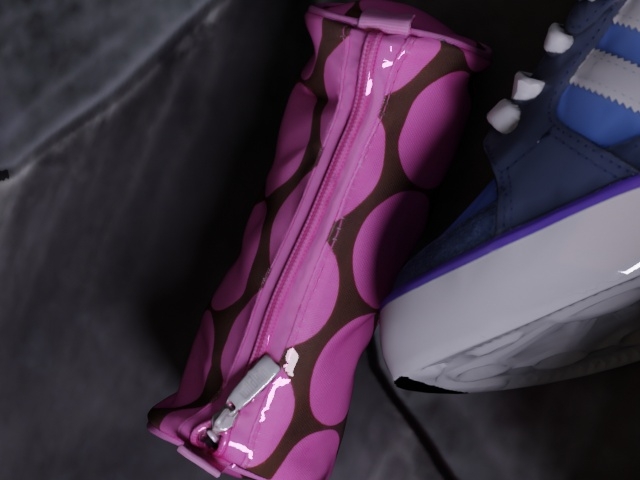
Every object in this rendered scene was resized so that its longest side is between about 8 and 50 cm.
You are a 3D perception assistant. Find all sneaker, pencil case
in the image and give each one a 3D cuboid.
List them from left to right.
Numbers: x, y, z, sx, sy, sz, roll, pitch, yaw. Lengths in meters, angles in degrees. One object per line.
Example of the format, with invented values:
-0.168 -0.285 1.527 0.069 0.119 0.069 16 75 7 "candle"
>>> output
0.000 0.000 0.695 0.095 0.098 0.209 21 93 23 "pencil case"
0.137 -0.101 0.642 0.322 0.130 0.236 -28 66 23 "sneaker"
